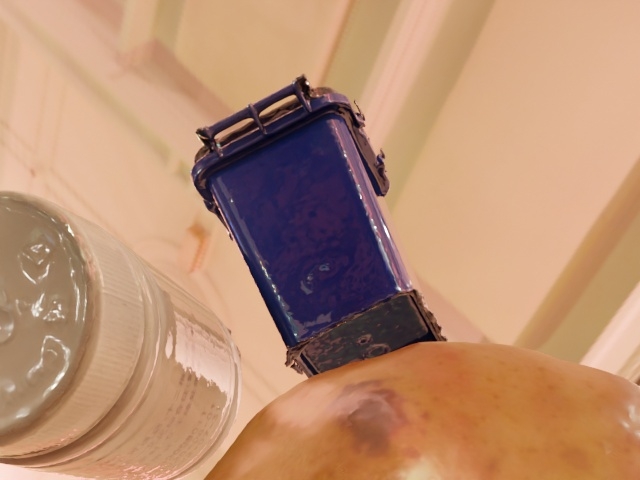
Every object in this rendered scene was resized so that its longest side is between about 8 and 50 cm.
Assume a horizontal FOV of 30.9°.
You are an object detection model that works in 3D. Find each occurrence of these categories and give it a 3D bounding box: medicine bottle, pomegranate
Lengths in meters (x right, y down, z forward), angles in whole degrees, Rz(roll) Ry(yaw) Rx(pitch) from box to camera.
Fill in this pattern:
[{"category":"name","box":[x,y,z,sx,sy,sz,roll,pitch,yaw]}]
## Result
[{"category":"medicine bottle","box":[-0.195,0.093,0.929,0.190,0.190,0.332,42,-4,20]},{"category":"pomegranate","box":[0.057,0.219,0.549,0.342,0.342,0.343,24,-51,34]}]

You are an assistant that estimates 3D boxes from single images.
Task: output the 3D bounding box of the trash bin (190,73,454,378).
[{"category":"trash bin","box":[0.000,0.000,0.982,0.184,0.162,0.235,56,9,-53]}]
